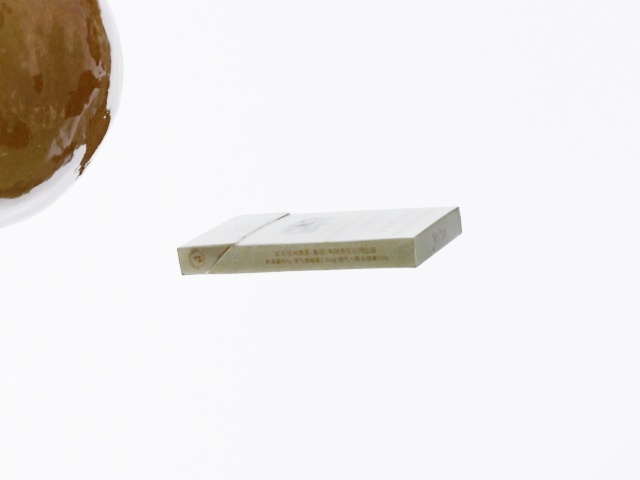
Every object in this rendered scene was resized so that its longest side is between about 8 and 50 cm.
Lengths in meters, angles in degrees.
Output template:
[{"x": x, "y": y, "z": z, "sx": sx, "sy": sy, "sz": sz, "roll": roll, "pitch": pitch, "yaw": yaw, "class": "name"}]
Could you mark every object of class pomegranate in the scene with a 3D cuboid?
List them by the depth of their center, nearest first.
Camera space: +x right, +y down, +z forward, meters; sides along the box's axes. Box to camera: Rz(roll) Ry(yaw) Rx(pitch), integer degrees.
[{"x": -0.202, "y": -0.091, "z": 0.773, "sx": 0.209, "sy": 0.209, "sz": 0.209, "roll": 1, "pitch": -92, "yaw": -46, "class": "pomegranate"}]

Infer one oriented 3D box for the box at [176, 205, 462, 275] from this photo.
[{"x": 0.000, "y": 0.000, "z": 1.022, "sx": 0.090, "sy": 0.167, "sz": 0.024, "roll": -32, "pitch": -63, "yaw": -62, "class": "box"}]
